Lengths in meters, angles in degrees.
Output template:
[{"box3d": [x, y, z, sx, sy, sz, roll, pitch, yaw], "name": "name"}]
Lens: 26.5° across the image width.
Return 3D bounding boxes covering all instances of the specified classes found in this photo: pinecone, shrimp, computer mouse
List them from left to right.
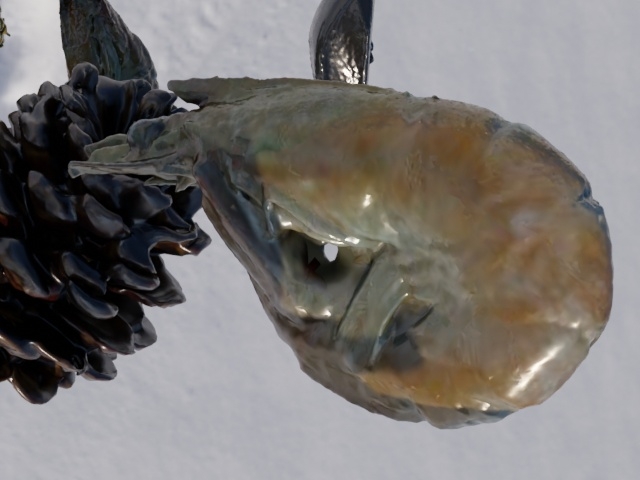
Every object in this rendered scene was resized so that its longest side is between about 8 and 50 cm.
[{"box3d": [-0.191, -0.005, 1.007, 0.272, 0.224, 0.224, -38, 142, 11], "name": "pinecone"}, {"box3d": [-0.190, -0.163, 1.172, 0.091, 0.043, 0.184, -38, 126, -32], "name": "shrimp"}, {"box3d": [0.000, 0.000, 0.714, 0.077, 0.317, 0.168, 0, 100, -61], "name": "shrimp"}, {"box3d": [0.017, -0.153, 1.169, 0.099, 0.057, 0.172, -86, 179, -65], "name": "computer mouse"}]

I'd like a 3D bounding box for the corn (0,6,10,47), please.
[{"box3d": [-0.337, -0.143, 1.023, 0.091, 0.091, 0.260, 61, 34, -2], "name": "corn"}]
